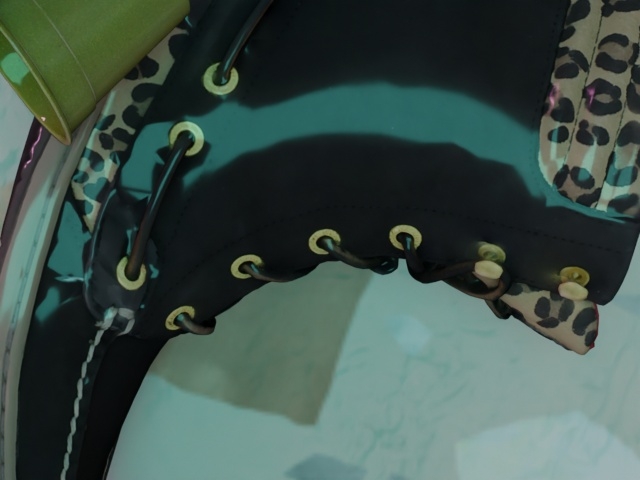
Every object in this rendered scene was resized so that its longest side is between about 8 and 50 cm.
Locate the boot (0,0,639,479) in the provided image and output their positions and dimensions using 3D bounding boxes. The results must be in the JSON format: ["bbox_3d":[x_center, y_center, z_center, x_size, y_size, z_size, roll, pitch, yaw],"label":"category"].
[{"bbox_3d":[0.000,0.000,0.799,0.284,0.138,0.377,15,91,1],"label":"boot"}]

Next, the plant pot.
[{"bbox_3d":[-0.102,-0.097,0.703,0.079,0.083,0.083,-38,96,-12],"label":"plant pot"}]
